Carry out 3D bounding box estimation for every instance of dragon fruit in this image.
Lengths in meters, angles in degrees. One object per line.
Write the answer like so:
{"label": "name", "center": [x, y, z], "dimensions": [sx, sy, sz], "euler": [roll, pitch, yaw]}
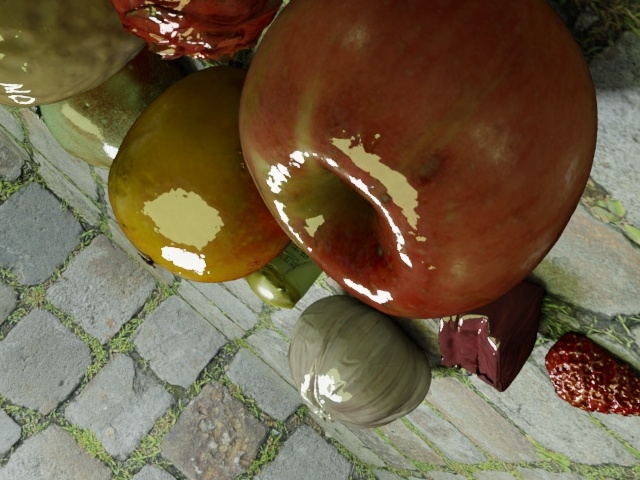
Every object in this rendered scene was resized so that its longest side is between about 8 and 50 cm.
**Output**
{"label": "dragon fruit", "center": [-0.159, -0.338, 1.154], "dimensions": [0.252, 0.241, 0.241], "euler": [59, 158, -13]}

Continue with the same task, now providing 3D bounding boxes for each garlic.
{"label": "garlic", "center": [0.070, 0.269, 2.007], "dimensions": [0.317, 0.259, 0.317], "euler": [41, 165, 13]}

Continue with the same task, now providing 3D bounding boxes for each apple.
{"label": "apple", "center": [0.106, -0.120, 0.966], "dimensions": [0.364, 0.364, 0.364], "euler": [36, 161, 15]}

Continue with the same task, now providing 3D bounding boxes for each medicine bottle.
{"label": "medicine bottle", "center": [-0.033, 0.010, 1.655], "dimensions": [0.124, 0.239, 0.124], "euler": [33, 158, 15]}

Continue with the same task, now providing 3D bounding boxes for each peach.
{"label": "peach", "center": [-0.170, -0.106, 1.528], "dimensions": [0.290, 0.372, 0.373], "euler": [36, 168, -38]}

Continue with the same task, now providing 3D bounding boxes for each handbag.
{"label": "handbag", "center": [0.266, 0.135, 1.494], "dimensions": [0.135, 0.146, 0.225], "euler": [27, 157, 23]}

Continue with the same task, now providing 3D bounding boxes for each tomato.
{"label": "tomato", "center": [-0.389, -0.263, 1.744], "dimensions": [0.303, 0.239, 0.303], "euler": [37, 158, 18]}

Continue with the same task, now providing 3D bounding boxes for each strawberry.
{"label": "strawberry", "center": [0.430, 0.221, 1.464], "dimensions": [0.188, 0.082, 0.121], "euler": [30, 156, 39]}

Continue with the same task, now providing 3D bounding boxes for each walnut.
{"label": "walnut", "center": [-0.411, -0.377, 1.344], "dimensions": [0.381, 0.381, 0.381], "euler": [36, 161, 15]}
